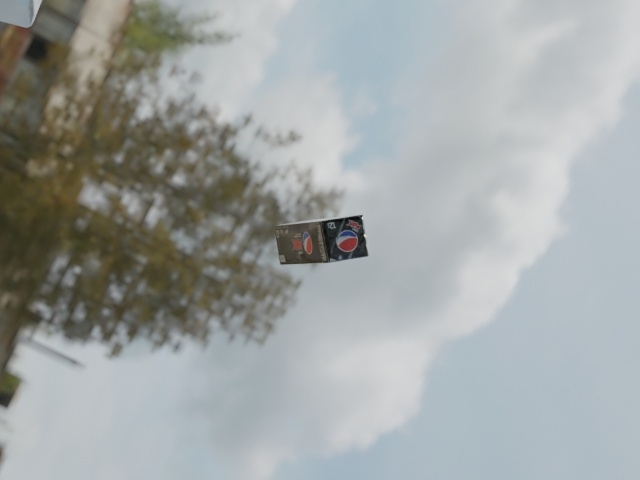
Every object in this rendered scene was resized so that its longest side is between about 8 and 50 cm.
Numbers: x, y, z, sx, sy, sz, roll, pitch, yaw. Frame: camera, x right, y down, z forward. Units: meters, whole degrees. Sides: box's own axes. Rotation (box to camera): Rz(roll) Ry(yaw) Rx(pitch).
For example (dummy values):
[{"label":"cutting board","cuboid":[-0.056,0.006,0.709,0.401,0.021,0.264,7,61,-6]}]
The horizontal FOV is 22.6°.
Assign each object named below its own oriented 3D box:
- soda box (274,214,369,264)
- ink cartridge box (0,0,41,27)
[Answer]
[{"label":"soda box","cuboid":[0.000,0.000,2.003,0.169,0.060,0.053,177,-96,-68]},{"label":"ink cartridge box","cuboid":[-0.568,-0.496,2.357,0.091,0.385,0.308,111,-8,-56]}]
